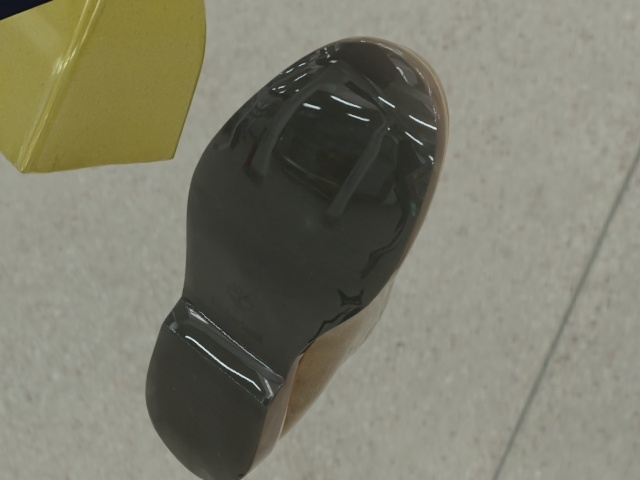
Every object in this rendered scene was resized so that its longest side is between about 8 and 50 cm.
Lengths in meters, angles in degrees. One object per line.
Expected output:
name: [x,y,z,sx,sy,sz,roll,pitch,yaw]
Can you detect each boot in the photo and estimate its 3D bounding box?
boot: [0.000,0.000,0.818,0.112,0.305,0.115,44,47,15]

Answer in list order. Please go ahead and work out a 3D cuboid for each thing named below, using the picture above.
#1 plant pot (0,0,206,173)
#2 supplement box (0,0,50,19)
plant pot: [-0.092,-0.085,0.608,0.081,0.083,0.081,-11,47,-49]
supplement box: [-0.095,-0.210,0.223,0.195,0.194,0.356,-17,98,18]
